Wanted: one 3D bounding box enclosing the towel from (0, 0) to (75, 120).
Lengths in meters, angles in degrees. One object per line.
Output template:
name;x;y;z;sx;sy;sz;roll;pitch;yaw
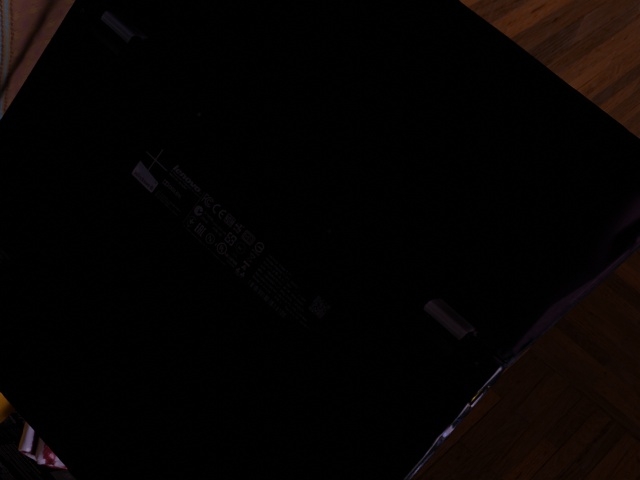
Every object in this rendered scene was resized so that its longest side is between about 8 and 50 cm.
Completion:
towel;-0.194;-0.162;0.699;0.271;0.040;0.370;-30;153;-39

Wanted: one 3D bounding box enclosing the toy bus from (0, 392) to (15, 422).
toy bus;-0.389;0.170;0.759;0.333;0.130;0.108;-42;159;-17

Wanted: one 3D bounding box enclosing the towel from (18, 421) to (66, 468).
towel;-0.187;0.099;0.957;0.329;0.037;0.237;70;28;-75

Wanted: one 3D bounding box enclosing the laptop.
laptop;-0.017;-0.005;0.744;0.408;0.382;0.236;-53;160;14

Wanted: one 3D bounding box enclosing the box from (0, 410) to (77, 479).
box;-0.309;0.234;0.962;0.077;0.180;0.147;-54;160;10
